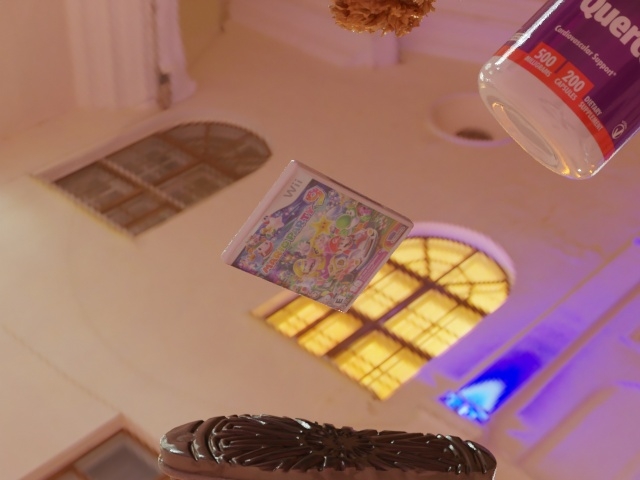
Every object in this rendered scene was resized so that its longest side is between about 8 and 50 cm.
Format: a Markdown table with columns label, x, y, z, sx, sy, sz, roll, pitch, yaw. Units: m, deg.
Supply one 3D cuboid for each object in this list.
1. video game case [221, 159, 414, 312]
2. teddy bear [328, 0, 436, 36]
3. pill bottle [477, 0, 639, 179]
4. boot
| label | x | y | z | sx | sy | sz | roll | pitch | yaw |
| --- | --- | --- | --- | --- | --- | --- | --- | --- | --- |
| video game case | 0.000 | 0.000 | 0.839 | 0.087 | 0.122 | 0.011 | -52 | -138 | 15 |
| teddy bear | 0.084 | -0.219 | 0.711 | 0.338 | 0.113 | 0.245 | -17 | -37 | 34 |
| pill bottle | 0.347 | -0.236 | 1.360 | 0.181 | 0.323 | 0.181 | 44 | -2 | 2 |
| boot | -0.001 | 0.203 | 0.620 | 0.190 | 0.076 | 0.208 | 8 | -76 | -2 |
